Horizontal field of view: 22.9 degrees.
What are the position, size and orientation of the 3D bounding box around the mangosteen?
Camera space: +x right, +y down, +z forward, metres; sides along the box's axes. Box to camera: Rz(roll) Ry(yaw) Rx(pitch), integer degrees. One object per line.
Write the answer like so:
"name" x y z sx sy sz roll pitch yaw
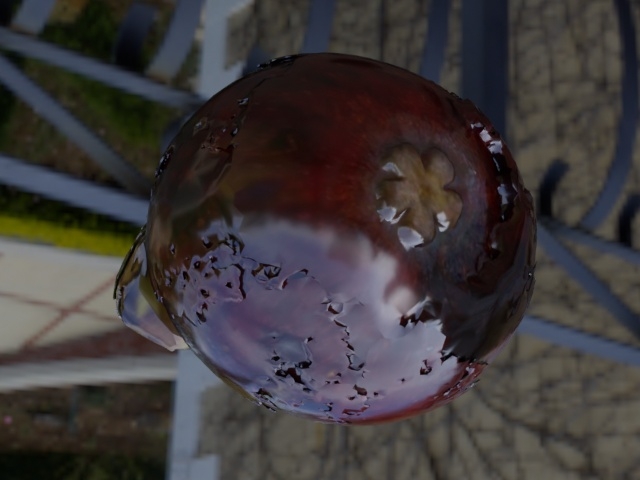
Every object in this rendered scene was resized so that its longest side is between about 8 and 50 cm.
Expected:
"mangosteen" 0.000 0.000 0.676 0.166 0.166 0.180 15 170 -30
